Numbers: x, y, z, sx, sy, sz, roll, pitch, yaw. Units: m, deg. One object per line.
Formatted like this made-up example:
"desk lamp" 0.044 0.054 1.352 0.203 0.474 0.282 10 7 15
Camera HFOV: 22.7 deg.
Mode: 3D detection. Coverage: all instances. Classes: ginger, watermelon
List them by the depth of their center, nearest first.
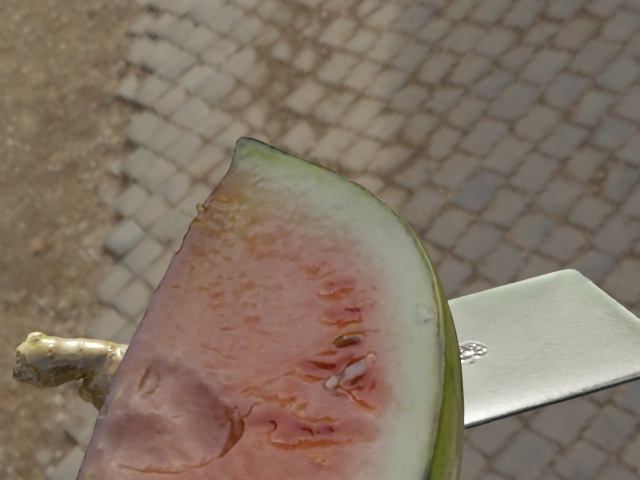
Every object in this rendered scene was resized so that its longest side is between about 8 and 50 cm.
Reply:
"watermelon" -0.002 0.110 0.694 0.159 0.128 0.303 4 62 29
"ginger" -0.183 0.128 1.378 0.165 0.096 0.067 6 15 4

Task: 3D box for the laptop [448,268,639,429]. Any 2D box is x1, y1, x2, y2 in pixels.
"laptop" 0.111 0.089 1.186 0.269 0.015 0.187 -14 23 -15
